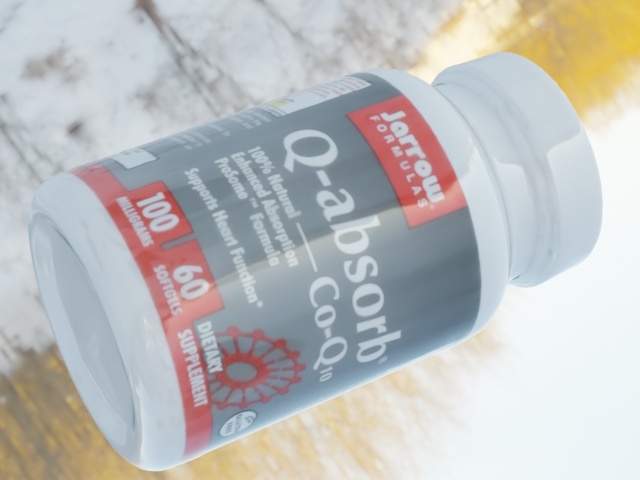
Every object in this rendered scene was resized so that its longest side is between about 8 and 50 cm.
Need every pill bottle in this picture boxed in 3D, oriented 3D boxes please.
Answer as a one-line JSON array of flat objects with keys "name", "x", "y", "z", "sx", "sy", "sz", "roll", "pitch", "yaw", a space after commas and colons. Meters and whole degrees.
[{"name": "pill bottle", "x": 0.000, "y": 0.000, "z": 1.074, "sx": 0.363, "sy": 0.210, "sz": 0.210, "roll": -22, "pitch": 177, "yaw": -22}]
